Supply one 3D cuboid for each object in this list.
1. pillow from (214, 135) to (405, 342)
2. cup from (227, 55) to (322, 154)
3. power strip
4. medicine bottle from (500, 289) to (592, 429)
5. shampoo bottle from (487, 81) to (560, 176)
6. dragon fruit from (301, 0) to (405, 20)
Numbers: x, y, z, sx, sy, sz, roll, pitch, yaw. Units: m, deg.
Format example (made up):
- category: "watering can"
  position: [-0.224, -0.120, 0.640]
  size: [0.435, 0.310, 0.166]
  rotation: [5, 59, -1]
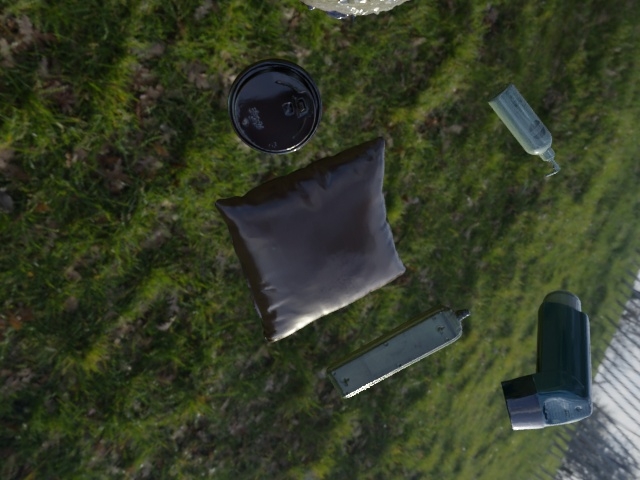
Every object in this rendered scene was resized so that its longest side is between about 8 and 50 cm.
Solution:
- category: "pillow"
  position: [0.000, 0.000, 0.976]
  size: [0.305, 0.108, 0.308]
  rotation: [-26, 126, -15]
- category: "cup"
  position: [-0.101, -0.312, 1.220]
  size: [0.280, 0.196, 0.196]
  rotation: [-101, -152, -61]
- category: "power strip"
  position: [0.193, 0.264, 1.375]
  size: [0.387, 0.092, 0.066]
  rotation: [-31, -177, 14]
- category: "medicine bottle"
  position: [0.367, 0.185, 0.895]
  size: [0.079, 0.124, 0.258]
  rotation: [65, 35, -28]
- category: "shampoo bottle"
  position: [0.394, -0.206, 1.053]
  size: [0.056, 0.195, 0.056]
  rotation: [-41, -168, 11]
- category: "dragon fruit"
  position: [0.043, -0.384, 0.563]
  size: [0.221, 0.283, 0.204]
  rotation: [-43, -174, -13]
